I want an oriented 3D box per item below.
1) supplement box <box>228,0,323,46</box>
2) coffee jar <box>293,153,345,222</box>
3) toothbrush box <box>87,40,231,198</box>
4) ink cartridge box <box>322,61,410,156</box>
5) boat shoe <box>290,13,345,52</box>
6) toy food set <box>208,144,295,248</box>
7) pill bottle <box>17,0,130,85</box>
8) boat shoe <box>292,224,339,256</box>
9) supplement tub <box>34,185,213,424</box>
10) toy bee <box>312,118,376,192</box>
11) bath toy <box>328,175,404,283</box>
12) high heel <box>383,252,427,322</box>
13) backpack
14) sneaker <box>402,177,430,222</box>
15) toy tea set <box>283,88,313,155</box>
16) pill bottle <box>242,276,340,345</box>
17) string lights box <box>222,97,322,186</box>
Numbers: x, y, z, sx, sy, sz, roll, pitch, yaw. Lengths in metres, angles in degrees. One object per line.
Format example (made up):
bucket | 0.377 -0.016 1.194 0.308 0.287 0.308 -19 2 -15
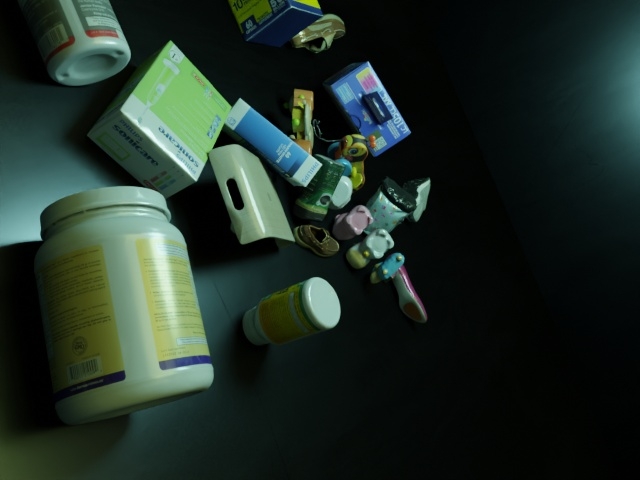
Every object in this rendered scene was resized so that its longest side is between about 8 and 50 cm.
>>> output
supplement box | -0.178 -0.814 1.795 0.195 0.194 0.357 -20 85 -58
coffee jar | -0.006 -0.143 1.630 0.079 0.184 0.096 31 13 36
toothbrush box | -0.337 -0.264 1.268 0.206 0.122 0.283 45 37 -31
ink cartridge box | 0.149 -0.438 1.920 0.270 0.151 0.395 55 8 -16
boat shoe | -0.020 -0.723 2.052 0.324 0.122 0.120 -22 93 -50
toy food set | -0.163 -0.088 1.384 0.306 0.092 0.220 16 53 -80
pill bottle | -0.499 -0.465 1.131 0.161 0.161 0.283 -20 86 -58
boat shoe | 0.000 0.000 1.641 0.178 0.060 0.064 24 50 -47
supplement tub | -0.321 0.104 0.940 0.241 0.241 0.331 5 65 -54
toy bee | 0.098 -0.251 1.770 0.298 0.162 0.195 42 39 -71
bath toy | 0.105 -0.039 1.762 0.348 0.151 0.129 55 -1 -10
high heel | 0.291 0.158 1.944 0.244 0.082 0.117 48 44 -3
backpack | 0.206 -0.096 1.898 0.152 0.182 0.115 42 32 1
sneaker | 0.373 -0.165 2.276 0.271 0.100 0.108 -55 130 -50
toy tea set | -0.086 -0.331 1.695 0.336 0.124 0.200 -87 177 -63
pill bottle | -0.070 0.166 1.291 0.117 0.208 0.118 33 45 -40
string lights box | -0.132 -0.242 1.480 0.259 0.077 0.133 37 -4 -16
